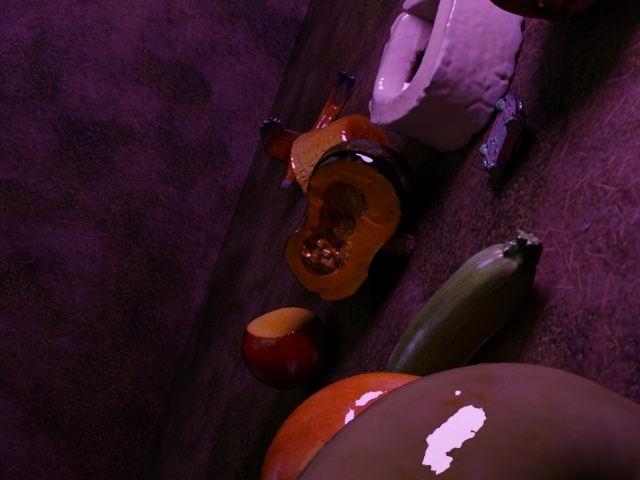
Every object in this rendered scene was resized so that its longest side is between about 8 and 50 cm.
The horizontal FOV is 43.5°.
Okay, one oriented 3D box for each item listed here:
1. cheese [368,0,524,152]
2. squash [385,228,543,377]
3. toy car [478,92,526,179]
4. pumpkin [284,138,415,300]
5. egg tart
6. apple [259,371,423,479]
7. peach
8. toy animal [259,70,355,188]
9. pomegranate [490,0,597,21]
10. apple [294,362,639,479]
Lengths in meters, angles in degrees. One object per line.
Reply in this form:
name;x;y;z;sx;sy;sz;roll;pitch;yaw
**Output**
cheese;0.224;-0.341;1.465;0.332;0.153;0.292;-70;18;-1
squash;0.192;0.128;1.167;0.107;0.107;0.395;-93;26;-49
toy car;0.289;-0.161;1.253;0.069;0.055;0.142;-94;15;-52
pumpkin;0.088;-0.055;1.562;0.232;0.242;0.325;-46;-14;-53
egg tart;0.050;-0.170;1.745;0.171;0.215;0.215;-36;38;43
apple;0.078;0.305;1.017;0.275;0.298;0.299;112;165;-47
peach;-0.078;0.224;1.738;0.190;0.190;0.192;-90;12;-45
toy animal;-0.030;-0.291;2.224;0.284;0.225;0.302;-58;0;-21
pomegranate;0.329;-0.435;1.125;0.264;0.264;0.264;-161;90;-72
apple;0.142;0.336;0.588;0.473;0.473;0.474;-161;90;-72
